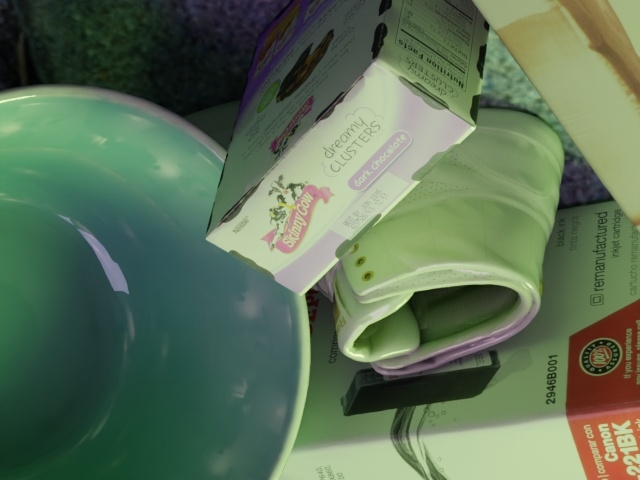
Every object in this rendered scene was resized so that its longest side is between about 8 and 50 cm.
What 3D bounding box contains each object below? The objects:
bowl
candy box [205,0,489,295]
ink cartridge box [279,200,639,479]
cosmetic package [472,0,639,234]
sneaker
[{"bbox_3d":[-0.180,0.065,1.185,0.311,0.311,0.163,39,164,-23],"label":"bowl"},{"bbox_3d":[0.021,-0.092,1.128,0.070,0.196,0.165,32,129,-18],"label":"candy box"},{"bbox_3d":[0.102,0.090,1.274,0.273,0.197,0.114,-10,128,18],"label":"ink cartridge box"},{"bbox_3d":[0.185,-0.130,1.049,0.129,0.153,0.296,-22,117,35],"label":"cosmetic package"},{"bbox_3d":[0.000,0.000,1.234,0.292,0.169,0.108,-3,132,15],"label":"sneaker"}]
